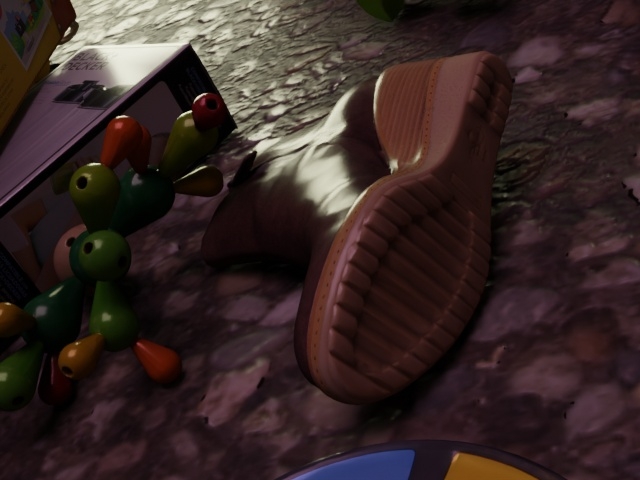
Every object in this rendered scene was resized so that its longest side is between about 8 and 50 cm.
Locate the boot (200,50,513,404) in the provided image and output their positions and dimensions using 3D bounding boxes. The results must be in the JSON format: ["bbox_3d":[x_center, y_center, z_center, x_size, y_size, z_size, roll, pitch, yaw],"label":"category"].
[{"bbox_3d":[0.000,0.000,0.567,0.207,0.090,0.248,-18,35,44],"label":"boot"}]

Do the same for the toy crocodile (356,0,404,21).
[{"bbox_3d":[0.179,-0.256,0.761,0.341,0.105,0.115,-11,35,19],"label":"toy crocodile"}]

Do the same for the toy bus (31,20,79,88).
[{"bbox_3d":[-0.348,-0.190,1.063,0.202,0.191,0.104,-35,75,-8],"label":"toy bus"}]

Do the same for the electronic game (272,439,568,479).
[{"bbox_3d":[0.009,0.162,0.329,0.229,0.048,0.229,-20,33,14],"label":"electronic game"}]

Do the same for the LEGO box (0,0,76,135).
[{"bbox_3d":[-0.448,-0.097,0.723,0.373,0.193,0.500,-13,35,13],"label":"LEGO box"}]

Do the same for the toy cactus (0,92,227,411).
[{"bbox_3d":[-0.132,0.012,0.616,0.219,0.112,0.180,-67,16,-11],"label":"toy cactus"}]

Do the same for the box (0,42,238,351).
[{"bbox_3d":[-0.225,-0.042,0.770,0.169,0.087,0.290,11,49,46],"label":"box"}]
